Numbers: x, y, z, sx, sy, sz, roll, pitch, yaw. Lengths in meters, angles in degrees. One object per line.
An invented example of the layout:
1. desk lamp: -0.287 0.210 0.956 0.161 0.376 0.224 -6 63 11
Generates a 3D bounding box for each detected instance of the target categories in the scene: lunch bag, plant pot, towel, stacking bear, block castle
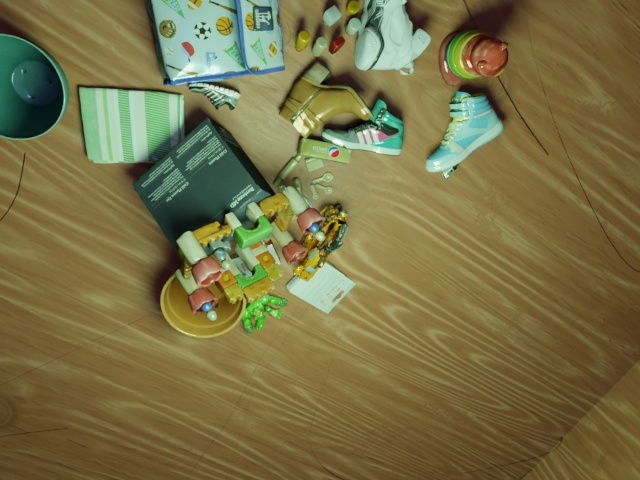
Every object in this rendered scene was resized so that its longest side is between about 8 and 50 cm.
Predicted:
1. lunch bag: -0.302 -0.651 1.507 0.386 0.239 0.327 -13 113 -20
2. plant pot: -0.892 -0.465 1.511 0.291 0.195 0.289 -3 112 -7
3. towel: -0.617 -0.376 1.674 0.325 0.038 0.247 1 111 -7
4. stacking bear: 0.499 -0.588 1.605 0.175 0.289 0.164 -35 112 7
5. block castle: -0.218 0.049 1.586 0.454 0.303 0.212 -28 73 -30
6. plant pot: -0.417 0.180 1.834 0.291 0.203 0.290 -2 112 -6

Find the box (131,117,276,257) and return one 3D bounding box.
1. box: -0.372 -0.155 1.643 0.343 0.179 0.312 -38 75 8

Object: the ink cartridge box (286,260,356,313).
1. ink cartridge box: 0.005 0.173 1.985 0.181 0.056 0.225 -47 129 11

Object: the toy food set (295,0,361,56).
1. toy food set: 0.033 -0.671 1.630 0.232 0.104 0.111 -40 99 -11

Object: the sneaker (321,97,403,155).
1. sneaker: 0.159 -0.400 1.721 0.296 0.123 0.178 5 115 -17

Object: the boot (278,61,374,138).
1. boot: 0.015 -0.426 1.661 0.283 0.109 0.220 39 100 4

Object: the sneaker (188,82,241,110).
1. sneaker: -0.352 -0.472 1.655 0.171 0.063 0.074 9 104 -17

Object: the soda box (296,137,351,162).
1. soda box: 0.012 -0.312 1.758 0.182 0.061 0.058 7 94 -16

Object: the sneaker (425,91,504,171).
1. sneaker: 0.472 -0.398 1.771 0.319 0.127 0.208 -36 114 -3

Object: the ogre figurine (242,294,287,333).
1. ogre figurine: -0.237 0.277 1.963 0.197 0.096 0.118 -26 132 19

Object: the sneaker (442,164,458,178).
1. sneaker: 0.485 -0.265 1.871 0.032 0.037 0.083 22 109 -18

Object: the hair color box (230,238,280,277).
1. hair color box: -0.245 0.072 1.896 0.167 0.053 0.093 -22 114 0

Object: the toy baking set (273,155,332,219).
1. toy baking set: -0.068 -0.195 1.825 0.256 0.030 0.197 -43 111 10

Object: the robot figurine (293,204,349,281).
1. robot figurine: 0.000 0.000 1.822 0.085 0.211 0.291 24 116 -24

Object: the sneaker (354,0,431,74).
1. sneaker: 0.247 -0.717 1.608 0.211 0.137 0.365 7 107 -19
